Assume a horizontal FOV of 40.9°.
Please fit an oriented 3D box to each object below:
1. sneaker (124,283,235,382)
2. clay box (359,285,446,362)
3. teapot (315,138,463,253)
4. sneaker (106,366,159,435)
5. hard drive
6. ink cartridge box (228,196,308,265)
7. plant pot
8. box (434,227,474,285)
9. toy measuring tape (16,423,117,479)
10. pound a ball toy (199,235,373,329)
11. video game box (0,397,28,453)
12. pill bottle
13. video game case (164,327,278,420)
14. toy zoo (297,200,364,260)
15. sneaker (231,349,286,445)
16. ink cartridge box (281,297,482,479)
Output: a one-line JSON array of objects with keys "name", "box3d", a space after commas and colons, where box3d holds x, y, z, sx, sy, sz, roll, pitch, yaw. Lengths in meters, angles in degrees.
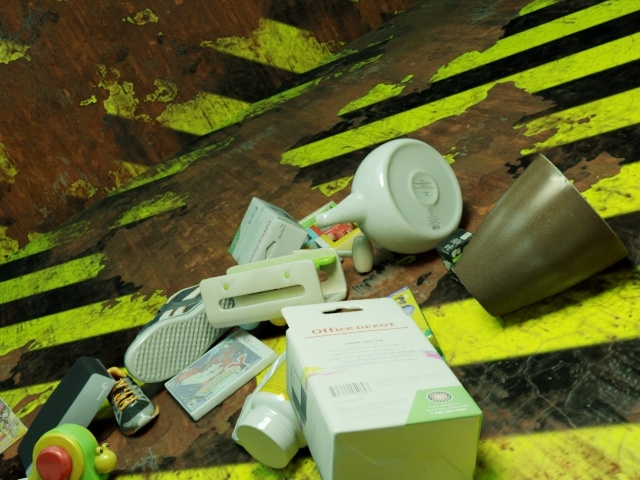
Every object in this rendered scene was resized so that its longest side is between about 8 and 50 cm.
[{"name": "sneaker", "box3d": [-0.305, 0.196, 1.861, 0.127, 0.126, 0.321, 5, 30, 47]}, {"name": "clay box", "box3d": [0.129, 0.171, 1.483, 0.127, 0.053, 0.222, -29, 22, 4]}, {"name": "teapot", "box3d": [0.157, -0.077, 1.767, 0.187, 0.256, 0.252, -28, 30, 50]}, {"name": "sneaker", "box3d": [-0.397, 0.325, 1.750, 0.084, 0.083, 0.215, -36, 25, -18]}, {"name": "hard drive", "box3d": [-0.526, 0.363, 1.757, 0.254, 0.054, 0.172, -56, 28, -7]}, {"name": "ink cartridge box", "box3d": [-0.127, 0.003, 2.010, 0.154, 0.093, 0.212, -64, 21, 6]}, {"name": "plant pot", "box3d": [0.340, 0.014, 1.404, 0.230, 0.215, 0.215, -41, 21, 10]}, {"name": "box", "box3d": [0.261, 0.031, 1.576, 0.062, 0.083, 0.052, -34, 24, -12]}, {"name": "toy measuring tape", "box3d": [-0.533, 0.409, 1.622, 0.330, 0.121, 0.121, -7, 29, 19]}, {"name": "pound a ball toy", "box3d": [-0.056, 0.097, 1.786, 0.319, 0.135, 0.208, -11, 7, 26]}, {"name": "video game box", "box3d": [-0.785, 0.415, 1.888, 0.205, 0.187, 0.048, -39, 21, -21]}, {"name": "pill bottle", "box3d": [-0.038, 0.262, 1.406, 0.119, 0.119, 0.208, -5, 32, 45]}, {"name": "video game case", "box3d": [-0.203, 0.263, 1.724, 0.201, 0.023, 0.183, -37, 23, -16]}, {"name": "toy zoo", "box3d": [0.000, 0.000, 2.023, 0.192, 0.030, 0.293, -33, 23, -7]}, {"name": "sneaker", "box3d": [-0.089, 0.267, 1.509, 0.212, 0.080, 0.094, -51, 15, -29]}, {"name": "ink cartridge box", "box3d": [0.068, 0.215, 1.257, 0.207, 0.119, 0.353, -4, 23, -13]}]
